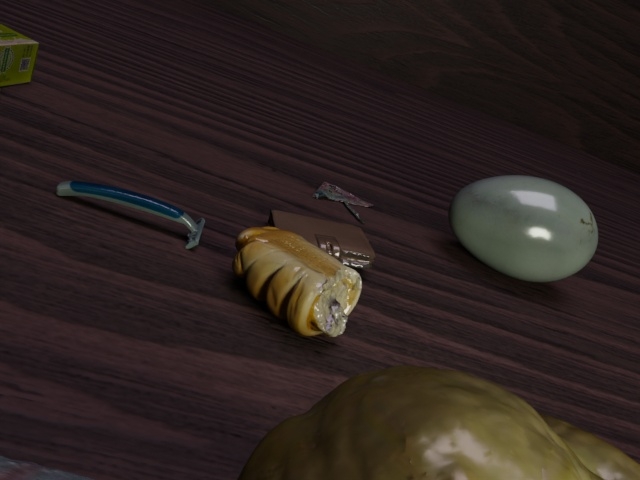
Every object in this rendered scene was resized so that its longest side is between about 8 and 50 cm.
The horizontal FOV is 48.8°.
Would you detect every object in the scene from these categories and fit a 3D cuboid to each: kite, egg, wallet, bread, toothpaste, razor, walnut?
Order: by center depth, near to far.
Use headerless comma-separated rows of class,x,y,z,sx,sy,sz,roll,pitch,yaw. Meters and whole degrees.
walnut,0.077,0.215,0.369,0.282,0.253,0.277,18,28,-37
bread,-0.030,0.047,0.853,0.177,0.084,0.119,36,25,28
razor,-0.243,-0.045,0.912,0.191,0.037,0.068,20,25,-9
wallet,0.000,0.000,1.043,0.153,0.038,0.118,13,23,-16
toothpaste,-0.570,-0.277,1.053,0.110,0.077,0.327,28,24,6
egg,0.356,-0.025,1.245,0.264,0.182,0.183,17,23,-1
kite,0.043,-0.072,1.276,0.139,0.011,0.156,6,28,-31

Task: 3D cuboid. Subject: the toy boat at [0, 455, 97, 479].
toy boat,-0.195,0.178,0.408,0.282,0.096,0.206,27,18,10
